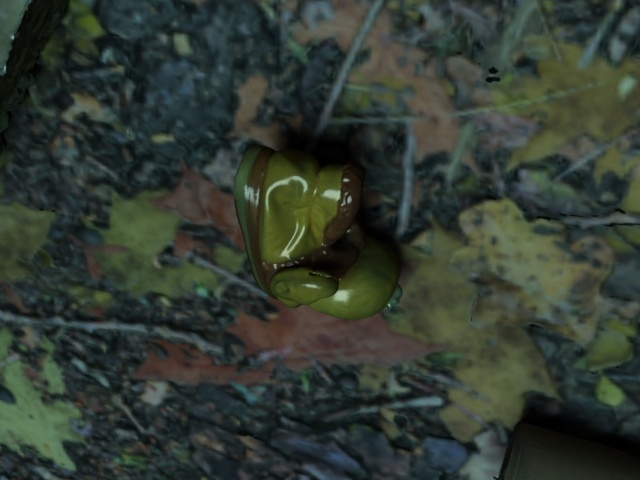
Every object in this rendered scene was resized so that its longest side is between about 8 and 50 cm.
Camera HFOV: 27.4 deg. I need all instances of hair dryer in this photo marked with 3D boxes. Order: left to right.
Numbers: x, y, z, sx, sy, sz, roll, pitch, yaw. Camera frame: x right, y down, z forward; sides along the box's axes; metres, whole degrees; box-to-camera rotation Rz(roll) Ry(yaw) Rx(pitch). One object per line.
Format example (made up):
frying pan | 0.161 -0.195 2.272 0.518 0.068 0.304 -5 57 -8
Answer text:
hair dryer | 0.140 0.182 0.732 0.117 0.064 0.181 17 135 6

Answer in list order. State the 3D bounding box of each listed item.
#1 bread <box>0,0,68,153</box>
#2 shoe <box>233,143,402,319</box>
bread | -0.189 -0.147 0.595 0.183 0.102 0.337 38 129 -3
shoe | -0.001 0.001 0.643 0.069 0.072 0.109 3 124 24
